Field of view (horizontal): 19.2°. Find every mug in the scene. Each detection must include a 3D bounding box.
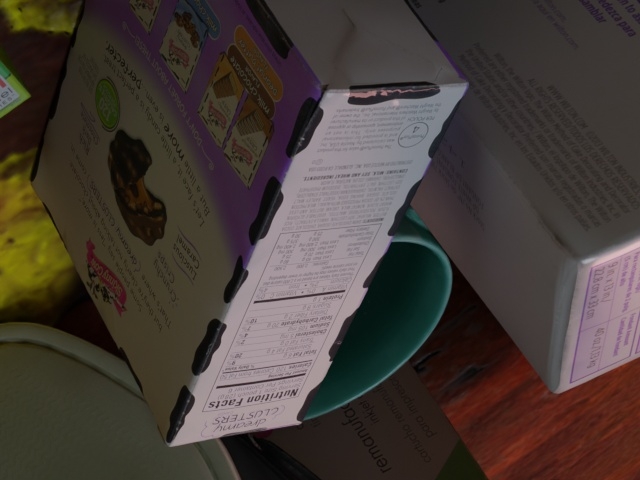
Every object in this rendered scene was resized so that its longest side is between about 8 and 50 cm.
[{"bbox_3d":[-0.004,0.007,0.932,0.158,0.097,0.129,-24,145,-17],"label":"mug"}]

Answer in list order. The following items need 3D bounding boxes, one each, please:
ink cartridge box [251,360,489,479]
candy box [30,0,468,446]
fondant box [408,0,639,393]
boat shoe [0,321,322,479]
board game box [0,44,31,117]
[{"bbox_3d":[-0.065,0.224,1.050,0.353,0.207,0.119,-28,148,-10],"label":"ink cartridge box"},{"bbox_3d":[-0.040,-0.042,0.778,0.070,0.165,0.196,-6,138,-33],"label":"candy box"},{"bbox_3d":[0.179,-0.105,0.820,0.330,0.238,0.096,-24,144,-16],"label":"fondant box"},{"bbox_3d":[-0.040,0.162,0.933,0.127,0.340,0.113,-58,170,4],"label":"boat shoe"},{"bbox_3d":[-0.193,-0.086,0.702,0.092,0.043,0.181,-35,147,1],"label":"board game box"}]
